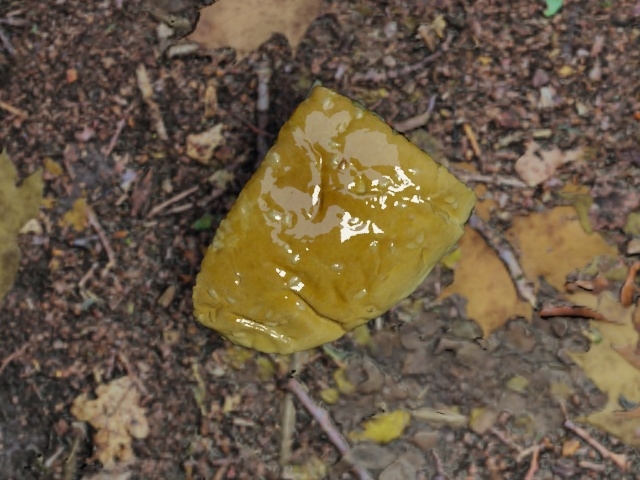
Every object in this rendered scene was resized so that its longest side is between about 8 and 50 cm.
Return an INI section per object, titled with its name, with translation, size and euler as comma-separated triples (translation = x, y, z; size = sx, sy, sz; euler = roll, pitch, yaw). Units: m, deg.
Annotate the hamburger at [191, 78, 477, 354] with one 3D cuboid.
[hamburger]
translation = 0.000, 0.000, 1.458
size = 0.155, 0.135, 0.208
euler = 38, 80, 23
